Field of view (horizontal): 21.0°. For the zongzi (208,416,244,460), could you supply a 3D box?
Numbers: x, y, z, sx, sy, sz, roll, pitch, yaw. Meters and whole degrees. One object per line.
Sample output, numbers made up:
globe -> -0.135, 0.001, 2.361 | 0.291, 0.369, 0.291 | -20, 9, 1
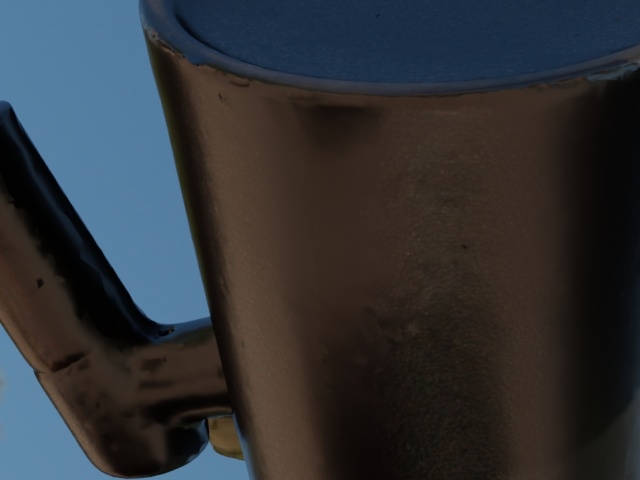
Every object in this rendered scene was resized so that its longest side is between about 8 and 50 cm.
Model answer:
zongzi -> 0.023, 0.129, 1.226 | 0.204, 0.205, 0.094 | 46, -24, 34

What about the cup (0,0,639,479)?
cup -> 0.013, -0.007, 0.523 | 0.239, 0.166, 0.177 | 16, -53, 34
